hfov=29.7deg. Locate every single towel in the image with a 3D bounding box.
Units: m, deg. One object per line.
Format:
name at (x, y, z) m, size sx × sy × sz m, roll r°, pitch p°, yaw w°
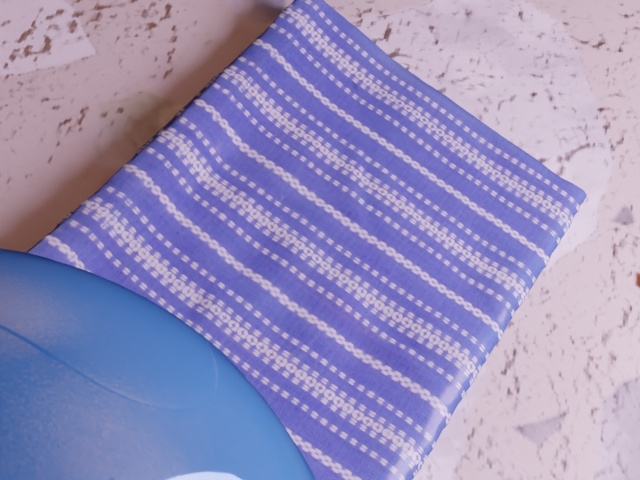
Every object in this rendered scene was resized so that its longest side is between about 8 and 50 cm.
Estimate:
towel at (0.000, 0.000, 0.710) m, size 0.243 × 0.040 × 0.336 m, roll 36°, pitch 52°, yaw 4°

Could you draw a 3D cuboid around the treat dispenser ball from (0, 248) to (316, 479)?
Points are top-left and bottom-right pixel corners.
treat dispenser ball at (-0.132, 0.143, 0.402) m, size 0.288 × 0.288 × 0.288 m, roll 10°, pitch 54°, yaw -15°
